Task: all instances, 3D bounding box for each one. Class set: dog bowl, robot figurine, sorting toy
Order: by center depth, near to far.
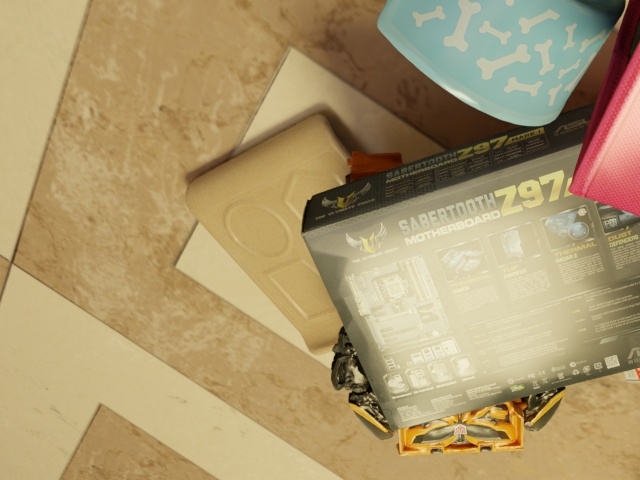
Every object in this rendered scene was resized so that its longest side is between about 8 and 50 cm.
[{"bbox_3d":[0.052,-0.197,0.573,0.297,0.166,0.074,48,125,7],"label":"dog bowl"},{"bbox_3d":[0.105,0.064,0.820,0.211,0.085,0.291,-5,120,6],"label":"robot figurine"},{"bbox_3d":[0.000,0.000,0.911,0.193,0.038,0.208,-22,112,42],"label":"sorting toy"}]

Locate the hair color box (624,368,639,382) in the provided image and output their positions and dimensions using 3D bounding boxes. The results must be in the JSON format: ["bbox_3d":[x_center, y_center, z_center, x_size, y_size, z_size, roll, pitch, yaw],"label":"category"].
[{"bbox_3d":[0.304,0.058,0.769,0.167,0.053,0.093,-8,124,35],"label":"hair color box"}]

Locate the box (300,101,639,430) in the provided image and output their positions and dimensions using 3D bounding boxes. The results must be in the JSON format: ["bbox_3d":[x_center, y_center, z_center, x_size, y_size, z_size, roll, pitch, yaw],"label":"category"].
[{"bbox_3d":[0.126,0.023,0.713,0.232,0.059,0.183,-18,117,14],"label":"box"}]

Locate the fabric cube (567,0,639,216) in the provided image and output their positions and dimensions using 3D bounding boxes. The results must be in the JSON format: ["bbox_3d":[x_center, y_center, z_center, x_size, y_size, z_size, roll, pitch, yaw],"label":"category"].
[{"bbox_3d":[0.292,-0.135,0.440,0.258,0.259,0.254,21,137,8],"label":"fabric cube"}]
